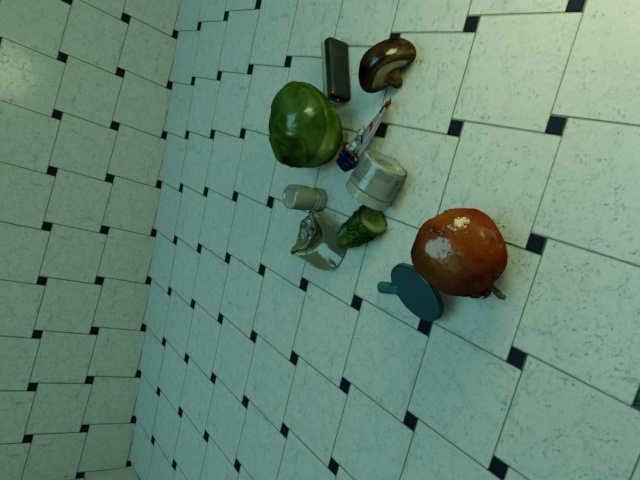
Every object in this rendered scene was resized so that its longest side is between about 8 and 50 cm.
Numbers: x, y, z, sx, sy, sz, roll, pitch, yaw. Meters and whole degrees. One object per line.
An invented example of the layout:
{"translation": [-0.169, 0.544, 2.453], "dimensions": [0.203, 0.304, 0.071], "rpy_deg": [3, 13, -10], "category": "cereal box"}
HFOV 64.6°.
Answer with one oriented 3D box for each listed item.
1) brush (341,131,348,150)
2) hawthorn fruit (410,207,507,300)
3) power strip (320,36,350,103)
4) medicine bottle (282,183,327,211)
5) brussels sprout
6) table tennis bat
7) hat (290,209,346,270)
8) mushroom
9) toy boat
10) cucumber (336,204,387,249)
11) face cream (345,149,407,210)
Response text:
{"translation": [0.098, -0.397, 2.045], "dimensions": [0.021, 0.019, 0.083], "rpy_deg": [16, 98, 39], "category": "brush"}
{"translation": [0.425, 0.056, 1.468], "dimensions": [0.307, 0.276, 0.276], "rpy_deg": [49, 124, 20], "category": "hawthorn fruit"}
{"translation": [0.060, -0.681, 2.045], "dimensions": [0.070, 0.105, 0.256], "rpy_deg": [-13, 77, 50], "category": "power strip"}
{"translation": [-0.066, -0.175, 2.105], "dimensions": [0.105, 0.168, 0.105], "rpy_deg": [-4, 84, 50], "category": "medicine bottle"}
{"translation": [-0.071, -0.435, 2.026], "dimensions": [0.315, 0.276, 0.371], "rpy_deg": [50, 151, 22], "category": "brussels sprout"}
{"translation": [0.293, 0.170, 1.696], "dimensions": [0.215, 0.044, 0.329], "rpy_deg": [63, 158, -12], "category": "table tennis bat"}
{"translation": [0.000, 0.000, 2.099], "dimensions": [0.245, 0.149, 0.214], "rpy_deg": [33, 111, 6], "category": "hat"}
{"translation": [0.223, -0.630, 1.788], "dimensions": [0.231, 0.194, 0.138], "rpy_deg": [-35, 62, 30], "category": "mushroom"}
{"translation": [0.167, -0.372, 1.885], "dimensions": [0.318, 0.072, 0.219], "rpy_deg": [-40, 28, 40], "category": "toy boat"}
{"translation": [0.132, -0.031, 1.909], "dimensions": [0.244, 0.134, 0.134], "rpy_deg": [-42, 57, 44], "category": "cucumber"}
{"translation": [0.198, -0.215, 1.794], "dimensions": [0.177, 0.177, 0.153], "rpy_deg": [51, 123, 39], "category": "face cream"}
